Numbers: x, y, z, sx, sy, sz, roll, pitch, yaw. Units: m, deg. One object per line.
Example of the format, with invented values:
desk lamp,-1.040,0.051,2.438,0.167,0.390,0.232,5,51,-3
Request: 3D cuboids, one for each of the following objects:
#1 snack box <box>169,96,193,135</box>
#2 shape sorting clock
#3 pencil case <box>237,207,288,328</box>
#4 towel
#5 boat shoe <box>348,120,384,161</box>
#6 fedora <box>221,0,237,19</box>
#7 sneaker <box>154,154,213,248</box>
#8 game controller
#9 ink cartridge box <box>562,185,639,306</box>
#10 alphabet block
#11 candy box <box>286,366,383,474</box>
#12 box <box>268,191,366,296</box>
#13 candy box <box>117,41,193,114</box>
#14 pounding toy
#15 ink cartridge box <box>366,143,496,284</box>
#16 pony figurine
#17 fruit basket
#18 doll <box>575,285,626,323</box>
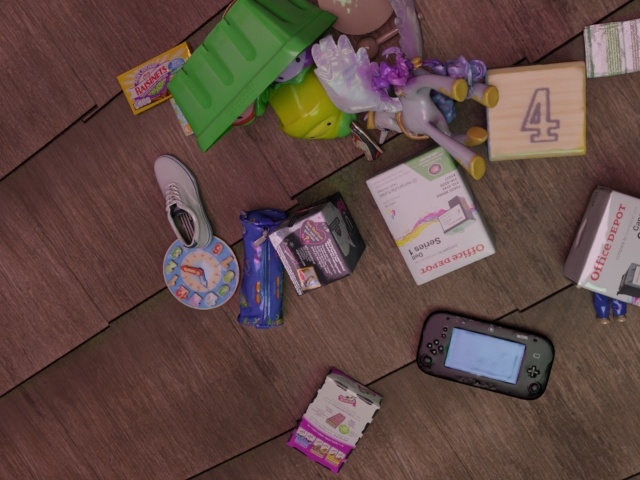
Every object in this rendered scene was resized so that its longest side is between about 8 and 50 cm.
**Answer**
snack box,-0.284,-0.329,1.789,0.141,0.037,0.100,-20,98,16
shape sorting clock,-0.311,0.080,1.895,0.206,0.040,0.206,3,105,11
pencil case,-0.144,0.071,1.811,0.119,0.133,0.306,1,106,-6
towel,0.649,-0.416,1.577,0.152,0.023,0.113,-6,105,11
boat shoe,0.099,-0.228,1.692,0.043,0.137,0.049,-35,54,14
fedora,-0.148,-0.488,1.698,0.194,0.079,0.194,3,104,12
sneaker,-0.348,-0.099,1.823,0.094,0.091,0.258,-29,87,16
game controller,0.399,0.277,1.778,0.319,0.067,0.166,13,106,8
ink cartridge box,0.721,0.035,1.587,0.306,0.131,0.226,18,98,1
alphabet block,0.453,-0.280,1.563,0.197,0.192,0.193,-3,105,12
candy box,0.037,0.468,1.901,0.159,0.071,0.233,31,109,4
box,0.000,0.000,1.699,0.142,0.247,0.163,-24,98,15
candy box,-0.393,-0.398,1.801,0.206,0.027,0.105,-22,95,16
pounding toy,0.089,-0.544,1.636,0.183,0.110,0.237,-38,120,11
ink cartridge box,0.260,-0.065,1.695,0.201,0.117,0.278,-25,98,17
pony figurine,0.182,-0.314,1.510,0.363,0.303,0.351,26,149,45
fruit basket,-0.089,-0.330,1.606,0.392,0.283,0.392,11,125,16
doll,0.655,0.097,1.688,0.129,0.046,0.189,-9,102,13
